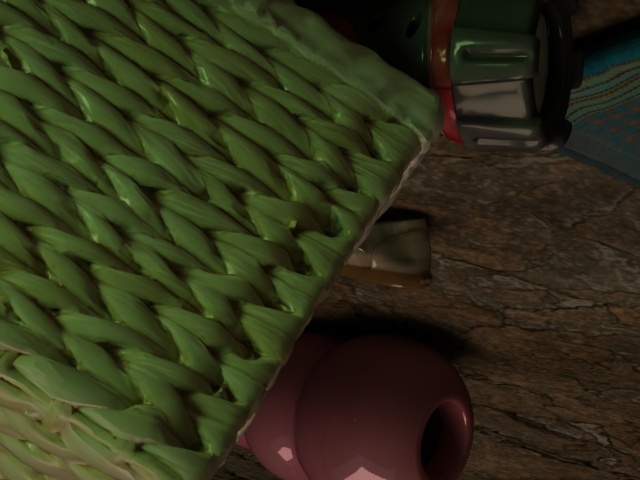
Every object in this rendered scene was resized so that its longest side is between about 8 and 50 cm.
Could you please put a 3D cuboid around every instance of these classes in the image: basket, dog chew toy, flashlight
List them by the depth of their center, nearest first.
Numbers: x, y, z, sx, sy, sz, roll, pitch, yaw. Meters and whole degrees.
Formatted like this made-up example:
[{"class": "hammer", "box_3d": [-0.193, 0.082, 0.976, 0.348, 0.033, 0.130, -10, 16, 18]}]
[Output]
[{"class": "basket", "box_3d": [-0.173, 0.002, 0.732, 0.331, 0.266, 0.328, 34, 144, -3]}, {"class": "flashlight", "box_3d": [-0.008, -0.103, 0.792, 0.304, 0.103, 0.103, 4, 158, 24]}, {"class": "dog chew toy", "box_3d": [0.006, 0.195, 1.558, 0.332, 0.206, 0.206, 8, 163, 39]}]

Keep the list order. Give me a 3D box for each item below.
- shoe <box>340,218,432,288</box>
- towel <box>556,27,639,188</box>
[{"class": "shoe", "box_3d": [0.000, 0.000, 1.196, 0.219, 0.058, 0.076, 7, -167, 30]}, {"class": "towel", "box_3d": [0.314, -0.072, 0.777, 0.271, 0.040, 0.370, 23, 159, -31]}]
